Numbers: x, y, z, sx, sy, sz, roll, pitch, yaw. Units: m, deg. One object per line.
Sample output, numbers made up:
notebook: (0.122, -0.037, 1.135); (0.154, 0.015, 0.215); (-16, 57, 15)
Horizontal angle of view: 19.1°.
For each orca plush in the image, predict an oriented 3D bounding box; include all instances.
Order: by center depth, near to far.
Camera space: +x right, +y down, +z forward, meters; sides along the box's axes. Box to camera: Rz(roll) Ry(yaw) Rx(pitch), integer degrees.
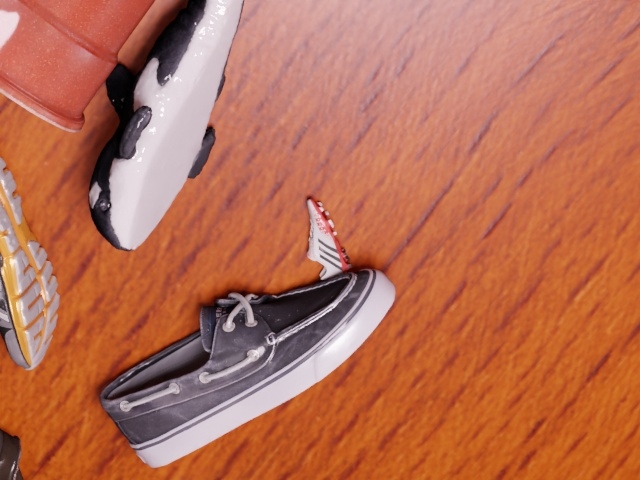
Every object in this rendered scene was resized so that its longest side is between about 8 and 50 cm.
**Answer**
orca plush: (-0.157, -0.140, 1.695); (0.102, 0.151, 0.287); (26, 114, 21)

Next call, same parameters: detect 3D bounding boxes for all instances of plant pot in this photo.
plant pot: (-0.217, -0.277, 1.567); (0.272, 0.272, 0.265); (40, 96, -16)

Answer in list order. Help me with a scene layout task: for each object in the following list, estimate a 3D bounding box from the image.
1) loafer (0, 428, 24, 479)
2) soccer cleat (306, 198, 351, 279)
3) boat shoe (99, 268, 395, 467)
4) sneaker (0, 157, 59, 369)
loafer: (-0.305, 0.281, 1.871); (0.078, 0.080, 0.220); (0, 115, -14)
soccer cleat: (0.000, 0.000, 1.792); (0.036, 0.029, 0.083); (-24, 115, 3)
boat shoe: (-0.073, 0.099, 1.792); (0.301, 0.108, 0.102); (-31, 111, 17)
sneaker: (-0.306, 0.022, 1.768); (0.083, 0.084, 0.214); (-11, 108, 16)
